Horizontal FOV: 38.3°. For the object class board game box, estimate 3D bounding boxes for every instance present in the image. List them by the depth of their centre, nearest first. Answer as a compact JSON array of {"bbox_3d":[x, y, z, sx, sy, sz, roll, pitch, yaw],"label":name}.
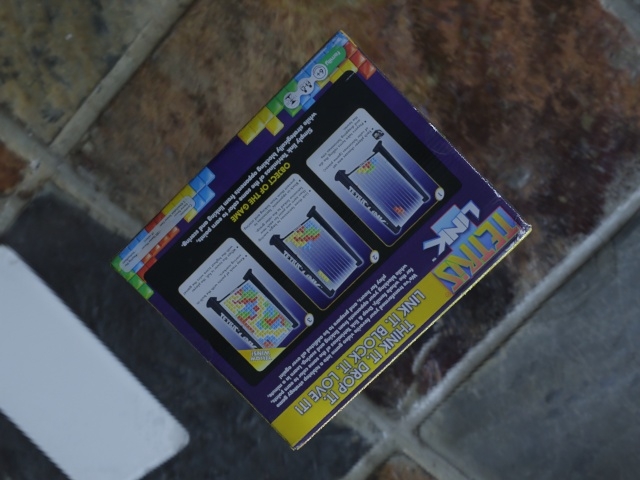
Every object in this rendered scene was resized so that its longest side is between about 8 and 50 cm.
[{"bbox_3d":[0.000,0.000,0.487,0.170,0.048,0.141,-44,93,7],"label":"board game box"}]
